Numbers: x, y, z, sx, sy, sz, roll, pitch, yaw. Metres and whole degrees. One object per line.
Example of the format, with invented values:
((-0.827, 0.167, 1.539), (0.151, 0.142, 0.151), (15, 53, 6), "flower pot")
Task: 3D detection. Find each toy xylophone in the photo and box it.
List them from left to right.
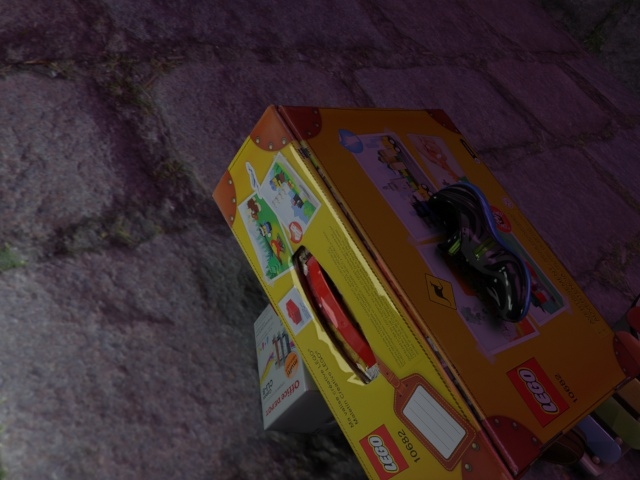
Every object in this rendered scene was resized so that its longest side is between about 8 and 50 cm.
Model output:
((0.568, 0.278, 1.044), (0.236, 0.323, 0.081), (40, 7, 32), "toy xylophone")

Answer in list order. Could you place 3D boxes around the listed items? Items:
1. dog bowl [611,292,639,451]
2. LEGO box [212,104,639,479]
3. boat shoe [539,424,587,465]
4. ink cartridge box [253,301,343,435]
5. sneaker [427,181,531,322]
((0.741, 0.305, 1.237), (0.407, 0.150, 0.408), (18, 45, -19), "dog bowl")
((0.143, 0.059, 0.838), (0.372, 0.193, 0.500), (-10, 61, -44), "LEGO box")
((0.274, 0.302, 0.970), (0.307, 0.111, 0.104), (23, 47, -1), "boat shoe")
((-0.008, 0.169, 0.872), (0.127, 0.128, 0.176), (13, 46, -28), "ink cartridge box")
((0.181, 0.016, 0.717), (0.078, 0.067, 0.188), (-12, 62, -21), "sneaker")
